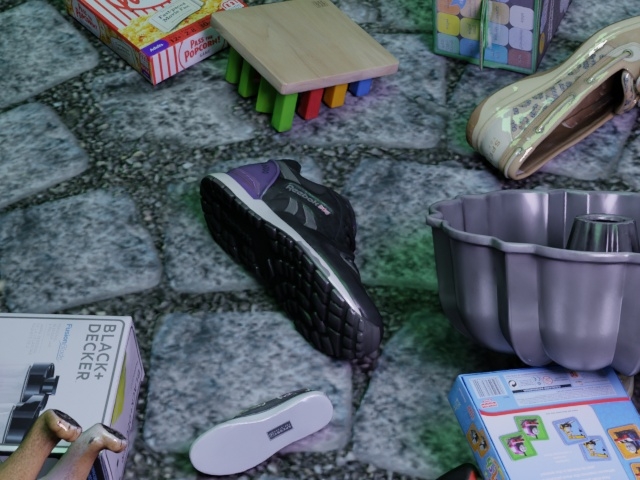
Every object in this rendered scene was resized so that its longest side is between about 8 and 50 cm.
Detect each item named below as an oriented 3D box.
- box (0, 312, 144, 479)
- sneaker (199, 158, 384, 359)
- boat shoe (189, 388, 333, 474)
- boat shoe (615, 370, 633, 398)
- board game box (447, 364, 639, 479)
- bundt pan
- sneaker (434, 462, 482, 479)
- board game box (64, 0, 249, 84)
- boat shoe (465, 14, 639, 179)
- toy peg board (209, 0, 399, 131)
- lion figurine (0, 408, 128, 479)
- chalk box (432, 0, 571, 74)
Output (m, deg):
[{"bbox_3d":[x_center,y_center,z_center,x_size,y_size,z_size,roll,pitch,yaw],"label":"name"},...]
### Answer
[{"bbox_3d":[-0.321,0.153,1.508,0.290,0.087,0.169,2,46,6],"label":"box"},{"bbox_3d":[0.000,0.000,1.635,0.124,0.107,0.283,-22,47,-26],"label":"sneaker"},{"bbox_3d":[-0.056,0.176,1.503,0.142,0.049,0.040,-20,14,-14],"label":"boat shoe"},{"bbox_3d":[0.229,0.153,1.500,0.153,0.048,0.056,-26,49,-21],"label":"boat shoe"},{"bbox_3d":[0.220,0.201,1.386,0.160,0.039,0.211,-3,49,-25],"label":"board game box"},{"bbox_3d":[0.257,0.039,1.489,0.330,0.124,0.331,2,11,0],"label":"bundt pan"},{"bbox_3d":[0.131,0.295,1.341,0.090,0.145,0.270,-37,8,13],"label":"sneaker"},{"bbox_3d":[-0.199,-0.279,1.966,0.146,0.045,0.193,-31,51,-25],"label":"board game box"},{"bbox_3d":[0.298,-0.154,1.777,0.285,0.104,0.089,-30,54,-11],"label":"boat shoe"},{"bbox_3d":[-0.025,-0.201,1.869,0.160,0.079,0.161,-14,44,-33],"label":"toy peg board"},{"bbox_3d":[-0.326,0.199,1.365,0.392,0.142,0.240,37,93,24],"label":"lion figurine"},{"bbox_3d":[0.207,-0.286,1.886,0.132,0.132,0.213,15,46,18],"label":"chalk box"}]
